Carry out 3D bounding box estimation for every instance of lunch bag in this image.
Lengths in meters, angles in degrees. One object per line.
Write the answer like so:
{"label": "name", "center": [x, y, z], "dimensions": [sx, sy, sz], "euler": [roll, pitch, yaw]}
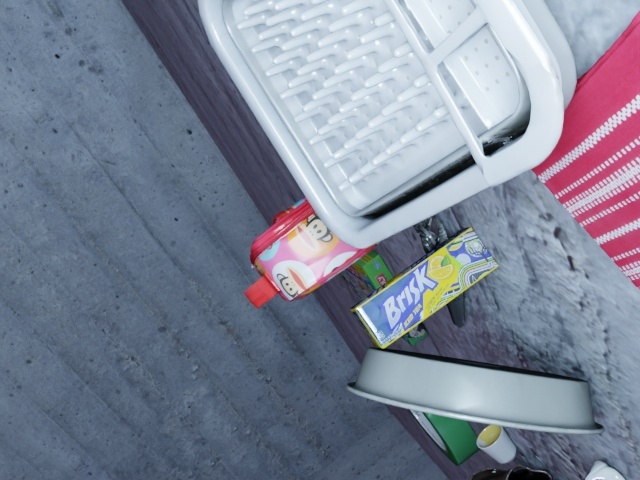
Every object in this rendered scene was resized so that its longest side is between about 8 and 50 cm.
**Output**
{"label": "lunch bag", "center": [0.000, 0.000, 0.953], "dimensions": [0.120, 0.258, 0.293], "euler": [51, 171, 1]}

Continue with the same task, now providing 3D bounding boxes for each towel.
{"label": "towel", "center": [0.239, 0.004, 0.398], "dimensions": [0.275, 0.031, 0.199], "euler": [51, 170, 8]}

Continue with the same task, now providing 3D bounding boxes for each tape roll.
{"label": "tape roll", "center": [0.291, 0.444, 1.824], "dimensions": [0.321, 0.077, 0.321], "euler": [53, 172, 11]}

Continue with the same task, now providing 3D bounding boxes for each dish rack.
{"label": "dish rack", "center": [0.030, -0.153, 0.515], "dimensions": [0.285, 0.072, 0.333], "euler": [57, 155, -1]}

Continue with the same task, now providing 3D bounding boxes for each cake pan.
{"label": "cake pan", "center": [0.177, 0.170, 0.801], "dimensions": [0.293, 0.054, 0.293], "euler": [9, 173, 1]}

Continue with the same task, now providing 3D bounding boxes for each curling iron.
{"label": "curling iron", "center": [0.180, 0.053, 0.956], "dimensions": [0.274, 0.035, 0.068], "euler": [59, -173, -51]}

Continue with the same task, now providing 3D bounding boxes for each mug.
{"label": "mug", "center": [0.359, 0.405, 1.368], "dimensions": [0.064, 0.078, 0.062], "euler": [47, 141, -10]}

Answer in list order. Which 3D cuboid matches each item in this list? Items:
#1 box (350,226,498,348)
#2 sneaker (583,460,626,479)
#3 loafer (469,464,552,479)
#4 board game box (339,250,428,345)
{"label": "box", "center": [0.120, 0.056, 0.807], "dimensions": [0.059, 0.169, 0.054], "euler": [55, 173, 2]}
{"label": "sneaker", "center": [0.390, 0.371, 0.933], "dimensions": [0.170, 0.071, 0.068], "euler": [57, 172, -23]}
{"label": "loafer", "center": [0.391, 0.475, 1.279], "dimensions": [0.366, 0.133, 0.130], "euler": [163, 94, -72]}
{"label": "board game box", "center": [0.103, 0.089, 1.518], "dimensions": [0.213, 0.046, 0.317], "euler": [56, 172, -20]}
